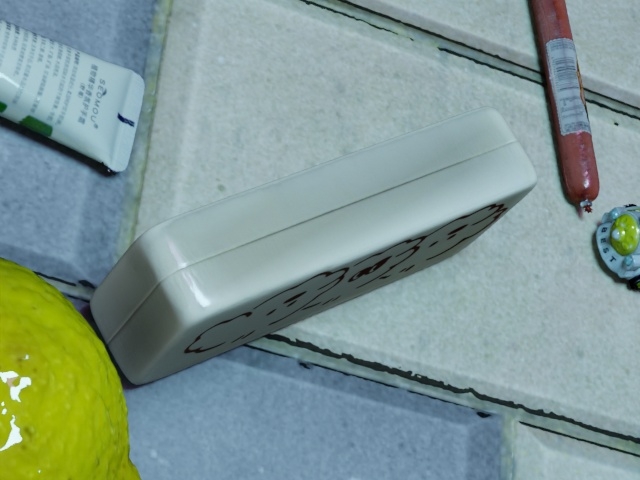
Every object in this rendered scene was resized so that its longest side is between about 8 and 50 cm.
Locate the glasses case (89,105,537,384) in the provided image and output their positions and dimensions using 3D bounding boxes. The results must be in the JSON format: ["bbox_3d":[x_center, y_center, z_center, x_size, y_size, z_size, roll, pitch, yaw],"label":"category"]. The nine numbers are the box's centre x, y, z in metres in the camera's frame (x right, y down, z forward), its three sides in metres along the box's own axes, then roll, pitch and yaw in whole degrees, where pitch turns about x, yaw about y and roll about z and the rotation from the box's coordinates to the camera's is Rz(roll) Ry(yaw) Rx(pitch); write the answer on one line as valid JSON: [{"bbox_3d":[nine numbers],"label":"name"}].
[{"bbox_3d":[0.000,0.000,1.257,0.336,0.144,0.076,-22,77,-33],"label":"glasses case"}]

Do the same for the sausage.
[{"bbox_3d":[0.216,-0.138,1.510,0.034,0.034,0.253,6,63,-25],"label":"sausage"}]

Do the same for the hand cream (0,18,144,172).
[{"bbox_3d":[-0.258,-0.137,1.249,0.276,0.059,0.095,23,55,-22],"label":"hand cream"}]

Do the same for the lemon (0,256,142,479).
[{"bbox_3d":[-0.260,0.122,0.991,0.322,0.268,0.268,22,57,-13],"label":"lemon"}]

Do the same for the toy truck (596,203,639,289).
[{"bbox_3d":[0.295,-0.005,1.454,0.111,0.077,0.076,-2,66,-28],"label":"toy truck"}]
